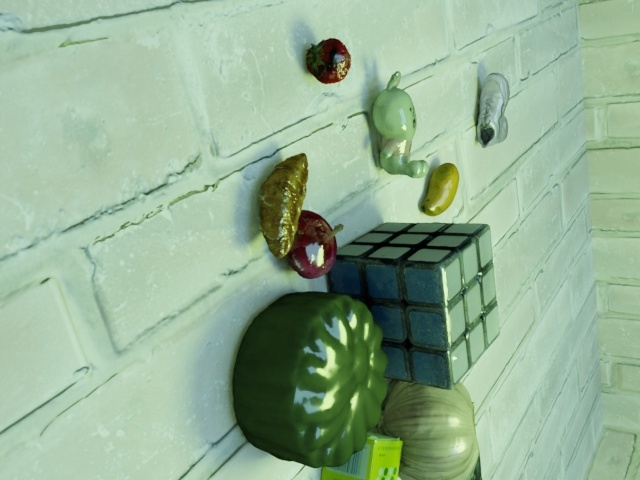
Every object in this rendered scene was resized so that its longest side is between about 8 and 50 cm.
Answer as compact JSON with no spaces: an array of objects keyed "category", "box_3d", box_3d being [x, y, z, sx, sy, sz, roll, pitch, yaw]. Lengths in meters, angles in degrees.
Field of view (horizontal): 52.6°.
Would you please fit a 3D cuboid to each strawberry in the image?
[{"category":"strawberry","box_3d":[0.024,-0.384,1.394,0.106,0.106,0.106,-6,97,-54]}]

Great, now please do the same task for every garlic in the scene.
[{"category":"garlic","box_3d":[0.275,0.490,1.683,0.317,0.259,0.318,179,-90,-89]}]

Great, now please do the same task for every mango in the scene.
[{"category":"mango","box_3d":[0.354,-0.146,1.890,0.098,0.075,0.190,41,63,-30]}]

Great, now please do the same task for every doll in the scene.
[{"category":"doll","box_3d":[0.187,-0.278,1.628,0.155,0.113,0.275,-37,115,-57]}]

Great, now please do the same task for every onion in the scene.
[{"category":"onion","box_3d":[0.000,0.000,1.354,0.150,0.140,0.150,31,51,-47]}]

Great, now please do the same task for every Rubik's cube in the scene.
[{"category":"Rubik's cube","box_3d":[0.228,0.138,1.542,0.303,0.300,0.306,-31,118,-50]}]

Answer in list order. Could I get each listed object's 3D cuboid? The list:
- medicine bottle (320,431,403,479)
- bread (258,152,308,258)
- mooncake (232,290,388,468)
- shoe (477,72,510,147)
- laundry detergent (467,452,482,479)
[{"category":"medicine bottle","box_3d":[0.088,0.576,1.523,0.137,0.141,0.250,25,73,-56]},{"category":"bread","box_3d":[-0.081,-0.075,1.290,0.105,0.075,0.233,50,45,-58]},{"category":"mooncake","box_3d":[-0.003,0.279,1.327,0.356,0.194,0.357,-9,101,-53]},{"category":"shoe","box_3d":[0.565,-0.425,2.146,0.137,0.095,0.245,-40,130,-48]},{"category":"laundry detergent","box_3d":[0.429,0.772,2.026,0.264,0.124,0.398,-54,135,-39]}]
